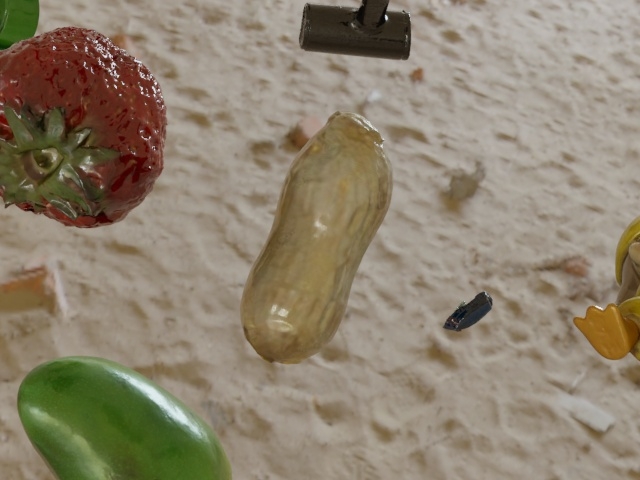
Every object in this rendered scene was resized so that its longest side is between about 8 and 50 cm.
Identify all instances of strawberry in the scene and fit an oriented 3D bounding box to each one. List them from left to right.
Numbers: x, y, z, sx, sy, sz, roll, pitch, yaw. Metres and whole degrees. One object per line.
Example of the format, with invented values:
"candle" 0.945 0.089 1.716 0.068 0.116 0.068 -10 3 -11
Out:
"strawberry" -0.306 -0.153 1.296 0.257 0.257 0.277 23 38 8

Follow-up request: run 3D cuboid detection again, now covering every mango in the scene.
"mango" -0.296 0.316 1.519 0.382 0.201 0.225 42 64 -25

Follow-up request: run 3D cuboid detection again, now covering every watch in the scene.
"watch" -0.580 -0.405 1.884 0.131 0.152 0.165 4 56 -48

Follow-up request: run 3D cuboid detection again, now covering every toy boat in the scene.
"toy boat" 0.211 0.103 1.454 0.083 0.038 0.038 -35 51 -3

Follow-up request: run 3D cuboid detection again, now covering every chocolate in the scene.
"chocolate" 0.000 0.000 1.192 0.134 0.309 0.134 19 -2 1

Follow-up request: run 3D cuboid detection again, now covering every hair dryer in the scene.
"hair dryer" 0.078 -0.396 1.700 0.197 0.251 0.089 3 69 -10

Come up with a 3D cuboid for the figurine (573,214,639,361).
"figurine" 0.440 0.067 1.232 0.215 0.187 0.343 41 36 17
